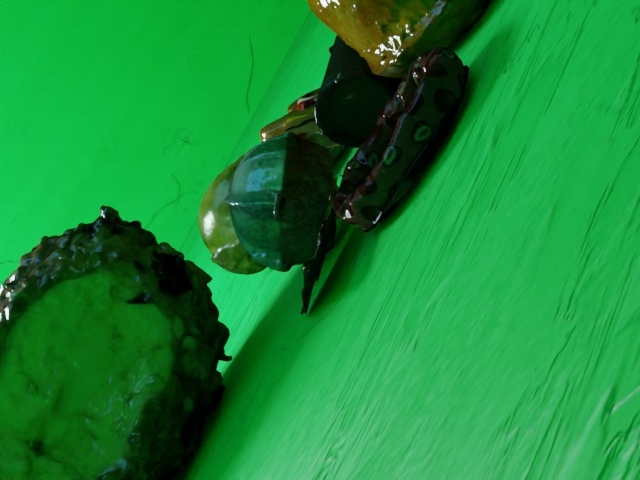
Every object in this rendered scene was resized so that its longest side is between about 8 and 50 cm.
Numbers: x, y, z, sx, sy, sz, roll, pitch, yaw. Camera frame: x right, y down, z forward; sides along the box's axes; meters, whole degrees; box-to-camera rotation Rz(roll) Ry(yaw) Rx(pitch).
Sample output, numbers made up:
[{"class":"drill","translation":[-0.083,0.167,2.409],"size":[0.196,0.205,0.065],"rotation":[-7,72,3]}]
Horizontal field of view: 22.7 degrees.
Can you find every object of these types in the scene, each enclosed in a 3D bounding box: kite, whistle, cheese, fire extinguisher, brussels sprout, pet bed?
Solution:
[{"class":"kite","translation":[0.000,0.000,1.631],"size":[0.241,0.014,0.183],"rotation":[-68,-7,-48]},{"class":"whistle","translation":[-0.029,-0.048,1.813],"size":[0.133,0.142,0.346],"rotation":[-20,3,8]},{"class":"cheese","translation":[0.013,-0.119,2.127],"size":[0.067,0.026,0.121],"rotation":[-70,6,-50]},{"class":"fire extinguisher","translation":[0.050,-0.213,1.969],"size":[0.114,0.095,0.311],"rotation":[-17,23,17]},{"class":"brussels sprout","translation":[-0.089,-0.038,2.123],"size":[0.145,0.131,0.183],"rotation":[-36,-18,-52]},{"class":"pet bed","translation":[0.081,-0.102,1.560],"size":[0.201,0.053,0.201],"rotation":[-55,8,12]}]

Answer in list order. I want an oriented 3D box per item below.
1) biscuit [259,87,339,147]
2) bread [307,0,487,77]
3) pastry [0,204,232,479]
[{"class":"biscuit","translation":[-0.005,-0.162,2.072],"size":[0.165,0.036,0.250],"rotation":[-20,19,9]},{"class":"bread","translation":[0.111,-0.326,1.770],"size":[0.312,0.172,0.312],"rotation":[-55,11,15]},{"class":"pastry","translation":[-0.267,0.175,1.894],"size":[0.337,0.292,0.405],"rotation":[112,176,-83]}]
